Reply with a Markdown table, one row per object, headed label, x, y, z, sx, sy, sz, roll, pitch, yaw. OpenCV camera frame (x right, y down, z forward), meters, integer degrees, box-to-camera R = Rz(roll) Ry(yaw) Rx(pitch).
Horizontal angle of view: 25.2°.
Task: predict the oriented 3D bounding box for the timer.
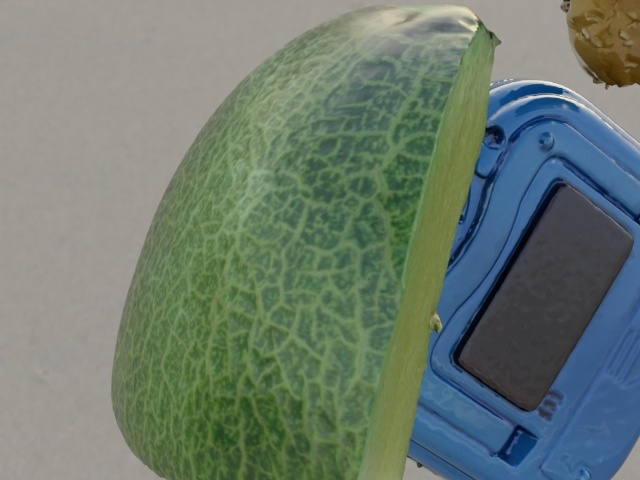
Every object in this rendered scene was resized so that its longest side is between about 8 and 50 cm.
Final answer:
| label | x | y | z | sx | sy | sz | roll | pitch | yaw |
| --- | --- | --- | --- | --- | --- | --- | --- | --- | --- |
| timer | 0.178 | 0.052 | 1.224 | 0.309 | 0.340 | 0.115 | 34 | -7 | -23 |

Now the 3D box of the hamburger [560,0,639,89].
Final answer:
| label | x | y | z | sx | sy | sz | roll | pitch | yaw |
| --- | --- | --- | --- | --- | --- | --- | --- | --- | --- |
| hamburger | 0.287 | -0.258 | 1.118 | 0.245 | 0.282 | 0.155 | -14 | 51 | -19 |

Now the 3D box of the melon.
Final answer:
| label | x | y | z | sx | sy | sz | roll | pitch | yaw |
| --- | --- | --- | --- | --- | --- | --- | --- | --- | --- |
| melon | 0.000 | 0.000 | 0.988 | 0.226 | 0.344 | 0.331 | 7 | 2 | -23 |
